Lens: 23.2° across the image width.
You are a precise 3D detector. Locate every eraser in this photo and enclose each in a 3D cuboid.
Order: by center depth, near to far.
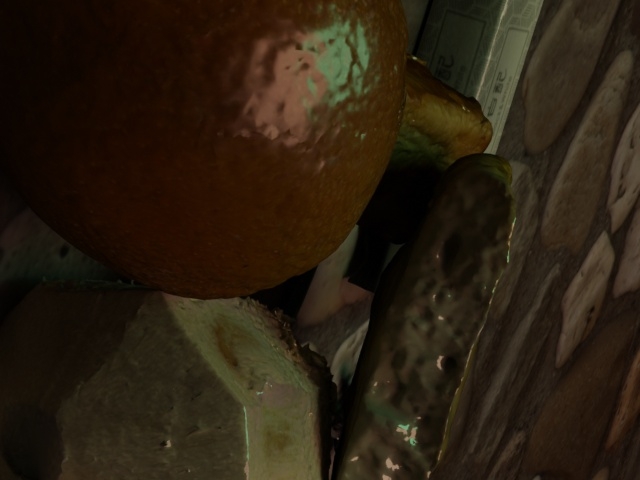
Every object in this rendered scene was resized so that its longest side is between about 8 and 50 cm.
[{"bbox_3d":[0.143,-0.127,1.761,0.096,0.098,0.404,-1,111,-57],"label":"eraser"}]

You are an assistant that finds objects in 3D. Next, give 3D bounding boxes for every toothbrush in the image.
[{"bbox_3d":[0.000,0.000,1.702,0.257,0.018,0.024,-67,157,0],"label":"toothbrush"}]

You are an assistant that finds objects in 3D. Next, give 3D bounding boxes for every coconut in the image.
[{"bbox_3d":[-0.145,0.165,1.312,0.309,0.297,0.297,12,101,-65],"label":"coconut"}]

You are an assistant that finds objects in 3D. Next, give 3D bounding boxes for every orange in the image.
[{"bbox_3d":[-0.094,-0.120,1.170,0.322,0.322,0.357,-46,150,-31],"label":"orange"}]

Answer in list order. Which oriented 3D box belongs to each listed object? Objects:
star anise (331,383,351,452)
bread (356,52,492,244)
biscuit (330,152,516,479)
[{"bbox_3d":[0.064,0.220,1.926,0.182,0.065,0.195,-40,138,-46],"label":"star anise"},{"bbox_3d":[0.024,-0.109,1.533,0.195,0.149,0.344,-54,152,10],"label":"bread"},{"bbox_3d":[0.087,0.108,1.467,0.446,0.104,0.429,-60,166,-76],"label":"biscuit"}]
